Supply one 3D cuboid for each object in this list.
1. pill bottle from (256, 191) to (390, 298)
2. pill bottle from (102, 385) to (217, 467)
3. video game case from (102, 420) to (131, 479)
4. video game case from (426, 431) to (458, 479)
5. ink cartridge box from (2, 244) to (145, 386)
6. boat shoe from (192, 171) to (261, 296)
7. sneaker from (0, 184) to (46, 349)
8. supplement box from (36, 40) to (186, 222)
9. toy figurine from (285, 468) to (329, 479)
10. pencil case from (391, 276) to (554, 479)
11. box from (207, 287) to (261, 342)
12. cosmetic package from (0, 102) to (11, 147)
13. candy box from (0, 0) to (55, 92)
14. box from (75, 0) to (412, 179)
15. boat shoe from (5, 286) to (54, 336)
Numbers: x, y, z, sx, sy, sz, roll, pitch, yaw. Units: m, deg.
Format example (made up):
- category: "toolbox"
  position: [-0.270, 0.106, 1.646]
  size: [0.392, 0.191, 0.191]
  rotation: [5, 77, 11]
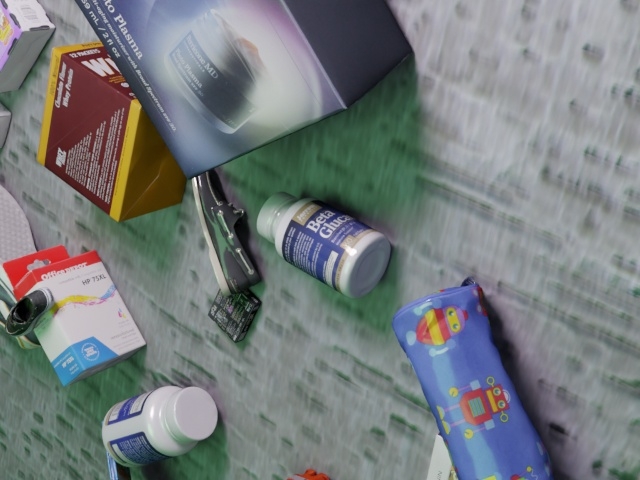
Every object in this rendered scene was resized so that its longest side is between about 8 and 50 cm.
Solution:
- category: "pill bottle"
  position: [0.000, 0.000, 1.441]
  size: [0.169, 0.094, 0.094]
  rotation: [29, 121, 30]
- category: "pill bottle"
  position: [-0.253, 0.292, 1.740]
  size: [0.186, 0.112, 0.112]
  rotation: [-23, 89, 43]
- category: "video game case"
  position: [-0.332, 0.394, 1.819]
  size: [0.119, 0.015, 0.166]
  rotation: [80, 176, -63]
- category: "video game case"
  position: [0.232, 0.378, 1.403]
  size: [0.232, 0.042, 0.210]
  rotation: [26, 119, 32]
- category: "ink cartridge box"
  position: [-0.405, 0.105, 1.793]
  size: [0.078, 0.134, 0.231]
  rotation: [-37, 80, 42]
- category: "boat shoe"
  position: [-0.139, -0.024, 1.590]
  size: [0.065, 0.075, 0.206]
  rotation: [-15, 88, -1]
- category: "sneaker"
  position: [-0.556, 0.048, 1.909]
  size: [0.127, 0.126, 0.321]
  rotation: [-36, 82, 36]
- category: "supplement box"
  position: [-0.298, -0.167, 1.616]
  size: [0.194, 0.129, 0.191]
  rotation: [34, 123, 27]
- category: "toy figurine"
  position: [-0.044, 0.466, 1.595]
  size: [0.213, 0.148, 0.209]
  rotation: [55, 131, 12]
- category: "pencil case"
  position: [0.188, 0.200, 1.305]
  size: [0.119, 0.133, 0.306]
  rotation: [-21, 78, -1]
- category: "box"
  position: [-0.129, 0.102, 1.635]
  size: [0.067, 0.018, 0.083]
  rotation: [42, 127, 22]
- category: "cosmetic package"
  position: [-0.656, -0.247, 1.904]
  size: [0.231, 0.117, 0.085]
  rotation: [43, 127, 20]
- category: "candy box"
  position: [-0.541, -0.368, 1.797]
  size: [0.196, 0.070, 0.165]
  rotation: [56, 131, 11]
- category: "box"
  position: [-0.103, -0.273, 1.335]
  size: [0.294, 0.183, 0.296]
  rotation: [-20, 108, 42]
- category: "boat shoe"
  position: [-0.471, 0.115, 1.732]
  size: [0.142, 0.040, 0.049]
  rotation: [-39, 78, 41]
